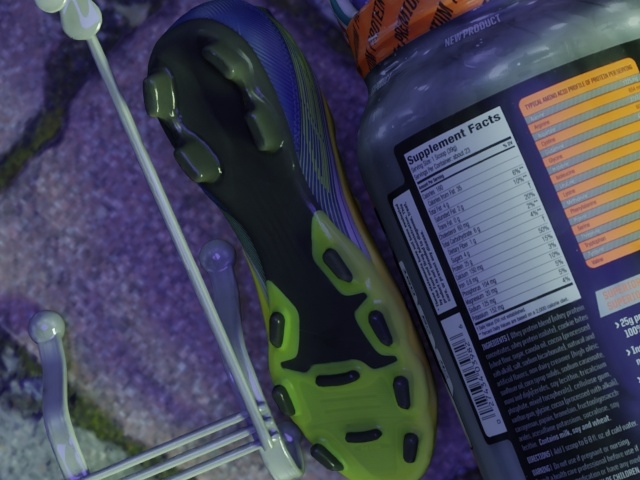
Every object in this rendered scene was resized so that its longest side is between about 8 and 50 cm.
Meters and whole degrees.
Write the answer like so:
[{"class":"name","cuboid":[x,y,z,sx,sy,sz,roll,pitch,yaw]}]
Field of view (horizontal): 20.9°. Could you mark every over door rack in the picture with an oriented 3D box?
[{"class":"over door rack","cuboid":[-0.176,0.024,0.954,0.240,0.108,0.324,-23,105,5]}]

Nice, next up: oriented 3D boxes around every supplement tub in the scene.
[{"class":"supplement tub","cuboid":[0.140,0.006,0.891,0.194,0.193,0.316,-22,83,5]}]

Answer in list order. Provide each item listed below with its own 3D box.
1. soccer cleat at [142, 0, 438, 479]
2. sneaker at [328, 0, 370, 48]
[{"class":"soccer cleat","cuboid":[0.001,-0.001,0.957,0.093,0.121,0.289,-20,101,27]},{"class":"sneaker","cuboid":[0.022,-0.187,0.978,0.057,0.075,0.161,-8,85,6]}]
